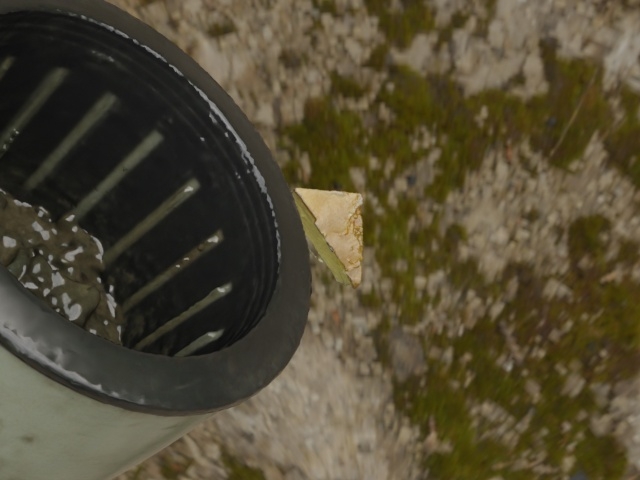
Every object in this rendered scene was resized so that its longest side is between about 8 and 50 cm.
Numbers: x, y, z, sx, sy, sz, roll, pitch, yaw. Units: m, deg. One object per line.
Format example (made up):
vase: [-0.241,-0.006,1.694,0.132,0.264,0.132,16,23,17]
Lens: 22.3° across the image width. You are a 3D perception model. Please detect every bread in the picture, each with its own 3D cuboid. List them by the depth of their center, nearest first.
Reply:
bread: [0.000,0.000,1.805,0.080,0.084,0.109,1,86,-15]

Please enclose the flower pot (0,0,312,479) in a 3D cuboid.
flower pot: [-0.213,0.046,1.017,0.330,0.293,0.293,-40,76,37]
